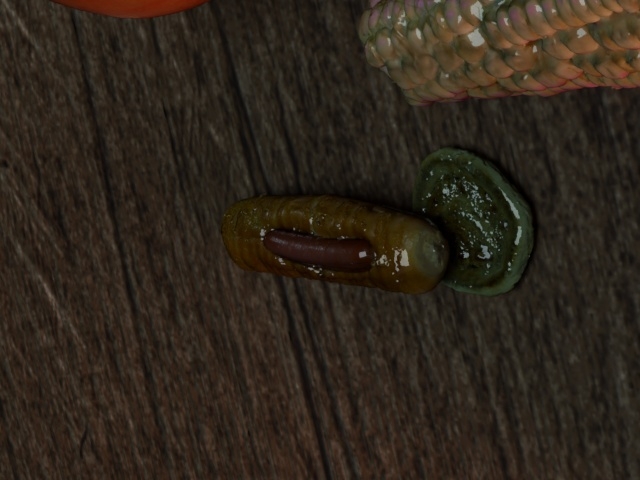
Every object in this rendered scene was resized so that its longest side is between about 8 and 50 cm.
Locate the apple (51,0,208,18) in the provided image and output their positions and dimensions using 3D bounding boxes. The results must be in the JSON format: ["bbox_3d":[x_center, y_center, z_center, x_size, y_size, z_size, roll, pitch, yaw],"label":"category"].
[{"bbox_3d":[-0.124,-0.263,1.272,0.241,0.242,0.242,19,115,37],"label":"apple"}]

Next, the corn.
[{"bbox_3d":[0.152,-0.146,1.123,0.335,0.126,0.126,-3,100,47],"label":"corn"}]

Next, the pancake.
[{"bbox_3d":[0.099,-0.012,1.283,0.108,0.017,0.108,20,120,41],"label":"pancake"}]

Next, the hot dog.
[{"bbox_3d":[0.000,0.000,1.351,0.215,0.047,0.066,9,109,47],"label":"hot dog"}]
